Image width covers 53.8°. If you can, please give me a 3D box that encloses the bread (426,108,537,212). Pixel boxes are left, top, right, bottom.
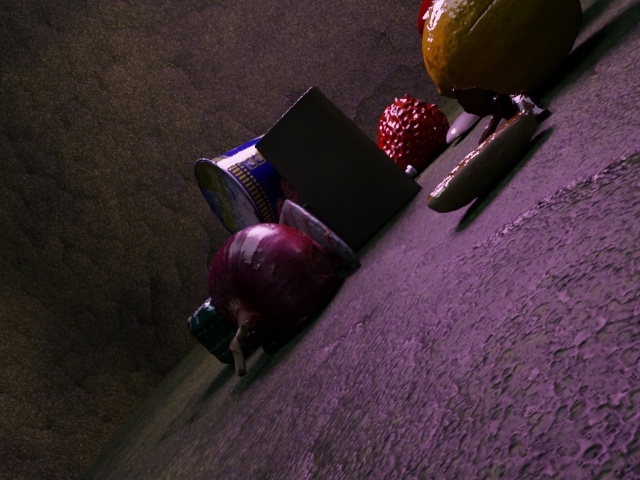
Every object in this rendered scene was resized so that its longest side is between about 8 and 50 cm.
[{"bbox_3d":[0.237,-0.108,0.908,0.214,0.053,0.073,-43,8,-12],"label":"bread"}]

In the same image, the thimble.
[{"bbox_3d":[-0.201,0.176,1.624,0.254,0.167,0.288,-43,5,11],"label":"thimble"}]

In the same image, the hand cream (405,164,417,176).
[{"bbox_3d":[0.184,-0.123,1.636,0.170,0.043,0.065,-47,8,-1],"label":"hand cream"}]

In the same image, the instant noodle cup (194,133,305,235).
[{"bbox_3d":[-0.125,-0.173,1.681,0.312,0.284,0.284,-38,1,-25],"label":"instant noodle cup"}]

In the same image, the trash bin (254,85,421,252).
[{"bbox_3d":[0.038,-0.171,1.492,0.223,0.343,0.158,-44,7,6],"label":"trash bin"}]

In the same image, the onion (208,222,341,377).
[{"bbox_3d":[-0.109,0.078,1.301,0.256,0.230,0.272,-43,-3,17],"label":"onion"}]

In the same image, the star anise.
[{"bbox_3d":[0.294,-0.188,1.062,0.140,0.158,0.144,-31,-45,-67],"label":"star anise"}]

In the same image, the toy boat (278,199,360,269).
[{"bbox_3d":[0.000,0.000,1.372,0.096,0.206,0.282,-35,17,-13],"label":"toy boat"}]

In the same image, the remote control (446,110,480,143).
[{"bbox_3d":[0.386,-0.323,1.606,0.229,0.044,0.073,-48,2,-27],"label":"remote control"}]

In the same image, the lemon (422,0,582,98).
[{"bbox_3d":[0.346,-0.404,1.225,0.297,0.297,0.297,-45,4,4],"label":"lemon"}]

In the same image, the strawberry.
[{"bbox_3d":[0.239,-0.258,1.734,0.205,0.205,0.244,159,134,-80],"label":"strawberry"}]

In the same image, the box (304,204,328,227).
[{"bbox_3d":[0.057,-0.084,1.753,0.252,0.153,0.188,-45,6,-8],"label":"box"}]

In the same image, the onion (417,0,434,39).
[{"bbox_3d":[0.435,-0.560,1.594,0.341,0.341,0.341,-45,4,4],"label":"onion"}]
